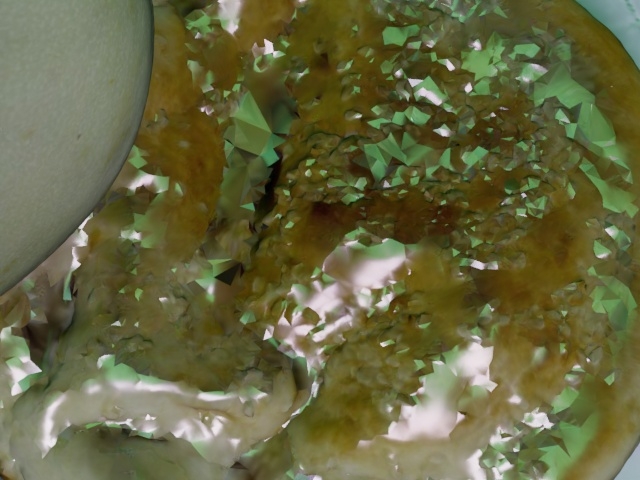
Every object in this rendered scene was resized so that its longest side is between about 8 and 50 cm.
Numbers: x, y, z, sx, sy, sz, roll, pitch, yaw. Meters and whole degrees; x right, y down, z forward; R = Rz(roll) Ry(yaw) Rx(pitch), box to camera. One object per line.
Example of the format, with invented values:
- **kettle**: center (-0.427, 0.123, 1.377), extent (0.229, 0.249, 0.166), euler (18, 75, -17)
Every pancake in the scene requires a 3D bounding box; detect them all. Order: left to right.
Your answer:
- **pancake**: center (0.001, 0.000, 0.956), extent (0.387, 0.082, 0.386), euler (1, 71, -3)

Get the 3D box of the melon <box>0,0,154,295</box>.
- **melon**: center (-0.207, -0.077, 0.822), extent (0.272, 0.272, 0.308), euler (32, 117, 1)
